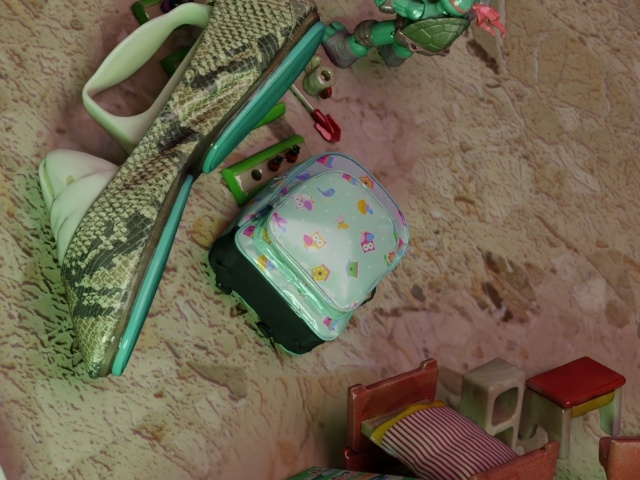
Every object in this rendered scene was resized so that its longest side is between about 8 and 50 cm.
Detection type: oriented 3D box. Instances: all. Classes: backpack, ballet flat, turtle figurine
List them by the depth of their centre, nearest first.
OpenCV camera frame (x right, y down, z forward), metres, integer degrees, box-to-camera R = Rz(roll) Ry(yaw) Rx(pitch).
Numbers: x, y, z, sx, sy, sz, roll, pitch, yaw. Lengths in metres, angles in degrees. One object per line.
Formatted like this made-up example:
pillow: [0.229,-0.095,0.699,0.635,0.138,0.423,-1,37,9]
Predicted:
ballet flat: [-0.170,-0.089,1.948,0.182,0.164,0.483,28,63,1]
backpack: [0.000,0.000,2.032,0.166,0.144,0.188,46,52,-7]
turtle figurine: [0.110,-0.257,2.146,0.175,0.234,0.118,15,64,-29]

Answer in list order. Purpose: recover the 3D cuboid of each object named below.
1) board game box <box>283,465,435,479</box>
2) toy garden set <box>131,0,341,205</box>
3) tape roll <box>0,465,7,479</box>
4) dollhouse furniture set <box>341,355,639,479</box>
board game box: [-0.052,0.293,1.836,0.317,0.213,0.046,-20,101,-37]
toy garden set: [-0.062,-0.188,2.119,0.204,0.049,0.244,-29,90,-38]
tape roll: [-0.442,0.278,1.669,0.392,0.072,0.392,14,64,-30]
dollhouse furniture set: [0.220,0.207,2.034,0.374,0.201,0.152,-18,124,-37]
